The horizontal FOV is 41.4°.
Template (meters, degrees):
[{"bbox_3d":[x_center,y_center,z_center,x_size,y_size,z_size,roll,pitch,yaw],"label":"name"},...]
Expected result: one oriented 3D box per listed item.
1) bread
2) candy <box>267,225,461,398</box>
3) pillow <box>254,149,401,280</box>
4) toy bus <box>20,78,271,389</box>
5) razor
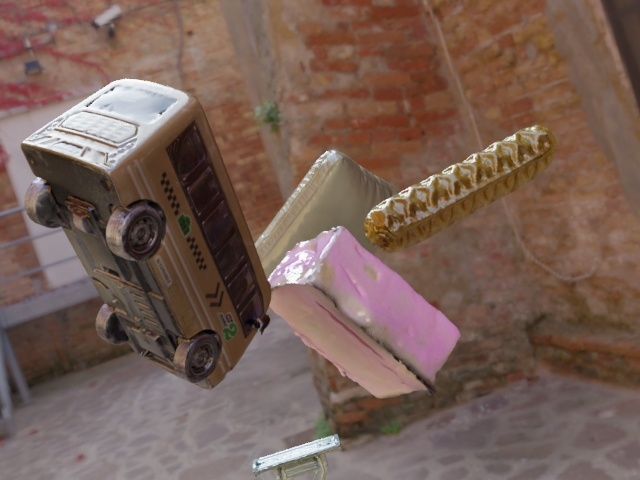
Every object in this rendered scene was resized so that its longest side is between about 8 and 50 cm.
[{"bbox_3d":[0.232,-0.084,1.375,0.367,0.084,0.077,-28,44,-15],"label":"bread"},{"bbox_3d":[0.056,0.112,1.221,0.155,0.265,0.116,-24,30,56],"label":"candy"},{"bbox_3d":[0.000,0.000,1.598,0.255,0.120,0.322,27,-77,-46],"label":"pillow"},{"bbox_3d":[-0.150,0.000,0.809,0.139,0.290,0.157,17,51,35],"label":"toy bus"},{"bbox_3d":[0.006,0.372,0.979,0.111,0.278,0.056,-17,-29,-1],"label":"razor"}]
